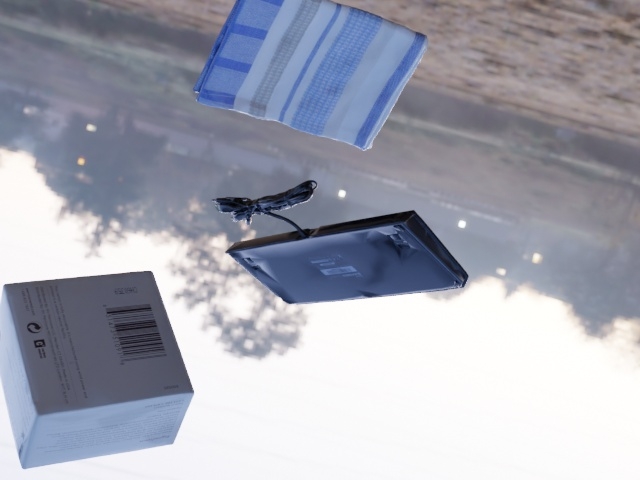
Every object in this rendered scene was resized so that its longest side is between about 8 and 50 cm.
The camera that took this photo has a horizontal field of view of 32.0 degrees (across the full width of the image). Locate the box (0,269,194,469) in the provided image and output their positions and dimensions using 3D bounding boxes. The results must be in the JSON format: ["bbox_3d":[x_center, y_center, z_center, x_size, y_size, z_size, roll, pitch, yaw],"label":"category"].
[{"bbox_3d":[-0.262,0.143,1.272,0.181,0.119,0.181,-5,-128,-27],"label":"box"}]

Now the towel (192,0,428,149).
[{"bbox_3d":[-0.011,-0.238,1.549,0.285,0.209,0.034,14,-143,-25],"label":"towel"}]

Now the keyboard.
[{"bbox_3d":[0.000,0.000,1.251,0.201,0.033,0.317,43,149,-28],"label":"keyboard"}]
